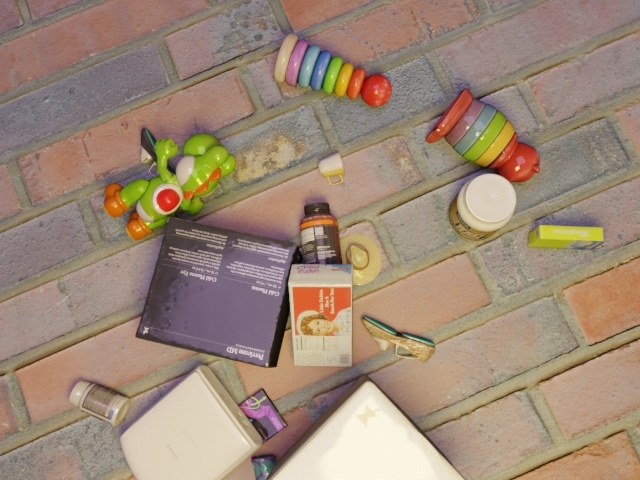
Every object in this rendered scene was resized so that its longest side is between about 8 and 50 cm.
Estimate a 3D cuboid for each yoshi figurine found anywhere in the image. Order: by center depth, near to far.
[{"bbox_3d":[-0.383,-0.163,1.519,0.362,0.203,0.203,-27,80,14],"label":"yoshi figurine"}]

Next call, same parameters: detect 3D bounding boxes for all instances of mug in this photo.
[{"bbox_3d":[0.031,-0.199,1.587,0.064,0.062,0.078,-16,72,8],"label":"mug"}]

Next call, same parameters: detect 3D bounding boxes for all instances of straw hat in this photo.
[{"bbox_3d":[0.100,0.044,1.534,0.144,0.061,0.145,-1,79,3],"label":"straw hat"}]

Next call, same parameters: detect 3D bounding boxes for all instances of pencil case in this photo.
[{"bbox_3d":[-0.132,0.618,1.432,0.070,0.064,0.152,-23,73,43],"label":"pencil case"}]

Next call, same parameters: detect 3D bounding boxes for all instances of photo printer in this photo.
[{"bbox_3d":[-0.336,0.504,1.425,0.307,0.107,0.256,-40,79,5],"label":"photo printer"}]

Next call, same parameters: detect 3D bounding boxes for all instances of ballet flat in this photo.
[{"bbox_3d":[0.194,0.263,1.486,0.206,0.073,0.067,21,95,10],"label":"ballet flat"},{"bbox_3d":[-0.464,-0.225,1.612,0.074,0.074,0.203,-37,82,-4],"label":"ballet flat"}]

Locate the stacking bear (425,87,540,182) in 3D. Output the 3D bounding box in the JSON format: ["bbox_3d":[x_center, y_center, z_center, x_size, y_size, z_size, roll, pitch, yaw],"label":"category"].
[{"bbox_3d":[0.455,-0.260,1.536,0.289,0.175,0.164,36,90,-1],"label":"stacking bear"}]

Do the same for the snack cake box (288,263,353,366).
[{"bbox_3d":[0.005,0.189,1.419,0.152,0.089,0.265,1,123,4],"label":"snack cake box"}]

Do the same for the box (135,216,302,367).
[{"bbox_3d":[-0.250,0.138,1.473,0.343,0.179,0.313,13,78,5],"label":"box"}]

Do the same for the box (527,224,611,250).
[{"bbox_3d":[0.647,-0.006,1.493,0.178,0.109,0.043,3,77,3],"label":"box"}]

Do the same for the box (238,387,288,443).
[{"bbox_3d":[-0.183,0.480,1.479,0.162,0.029,0.116,-37,79,-3],"label":"box"}]

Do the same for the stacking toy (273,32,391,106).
[{"bbox_3d":[0.042,-0.463,1.614,0.330,0.141,0.141,20,81,-1],"label":"stacking toy"}]

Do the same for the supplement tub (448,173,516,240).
[{"bbox_3d":[0.415,-0.084,1.473,0.144,0.200,0.145,-1,79,3],"label":"supplement tub"}]

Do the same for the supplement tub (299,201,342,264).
[{"bbox_3d":[0.000,0.000,1.525,0.105,0.106,0.198,-6,78,2],"label":"supplement tub"}]

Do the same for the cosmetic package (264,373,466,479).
[{"bbox_3d":[0.103,0.531,1.270,0.327,0.394,0.329,-44,79,-6],"label":"cosmetic package"}]

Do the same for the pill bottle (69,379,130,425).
[{"bbox_3d":[-0.575,0.420,1.485,0.137,0.078,0.078,22,81,6],"label":"pill bottle"}]
